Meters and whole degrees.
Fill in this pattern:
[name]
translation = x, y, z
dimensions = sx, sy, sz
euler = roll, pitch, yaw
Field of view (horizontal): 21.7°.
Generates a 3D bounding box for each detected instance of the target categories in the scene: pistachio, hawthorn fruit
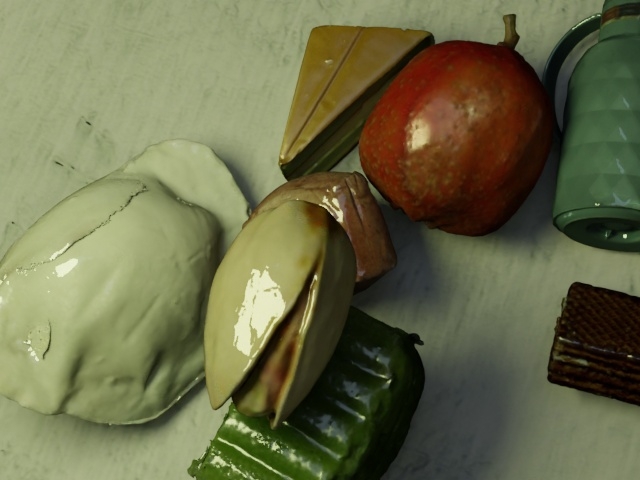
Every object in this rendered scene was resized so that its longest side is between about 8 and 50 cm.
[pistachio]
translation = -0.039, 0.066, 1.574
dimensions = 0.144, 0.144, 0.215
euler = 12, 75, 10
[hawthorn fruit]
translation = 0.161, -0.133, 1.829
dimensions = 0.205, 0.205, 0.253
euler = 27, 94, 13

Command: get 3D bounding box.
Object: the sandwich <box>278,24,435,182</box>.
[sandwich]
translation = 0.045, -0.142, 1.894
dimensions = 0.144, 0.117, 0.187
euler = 9, 74, 12

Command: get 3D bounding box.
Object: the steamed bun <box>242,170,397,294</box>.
[steamed bun]
translation = 0.000, 0.000, 1.839
dimensions = 0.175, 0.106, 0.145
euler = -22, 83, 41

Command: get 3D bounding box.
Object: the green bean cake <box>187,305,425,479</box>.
[green bean cake]
translation = -0.002, 0.198, 1.731
dimensions = 0.156, 0.250, 0.247
euler = 28, 78, 14

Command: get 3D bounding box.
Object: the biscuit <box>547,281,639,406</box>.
[biscuit]
translation = 0.435, 0.143, 1.766
dimensions = 0.388, 0.073, 0.107
euler = 14, 39, 11

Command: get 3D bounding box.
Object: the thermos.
[thermos]
translation = 0.329, -0.139, 1.857
dimensions = 0.182, 0.145, 0.287
euler = -6, 68, 37

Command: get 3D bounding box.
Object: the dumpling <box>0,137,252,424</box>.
[dumpling]
translation = -0.211, 0.064, 1.836
dimensions = 0.260, 0.181, 0.341
euler = 51, 41, -10
